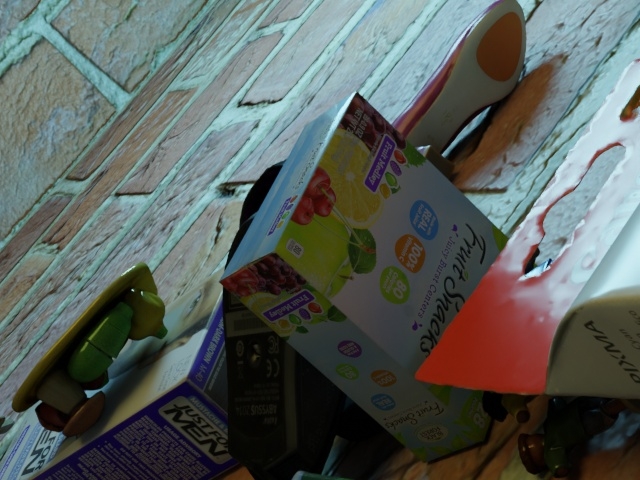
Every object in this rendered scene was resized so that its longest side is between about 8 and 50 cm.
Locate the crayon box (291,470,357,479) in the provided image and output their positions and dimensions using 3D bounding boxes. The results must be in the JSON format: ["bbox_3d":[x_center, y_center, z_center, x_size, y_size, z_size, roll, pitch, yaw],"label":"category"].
[{"bbox_3d":[0.029,0.245,0.805,0.203,0.083,0.323,-54,20,-21],"label":"crayon box"}]

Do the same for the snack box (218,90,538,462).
[{"bbox_3d":[0.051,0.025,1.012,0.070,0.207,0.174,-28,27,43],"label":"snack box"}]

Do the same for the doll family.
[{"bbox_3d":[0.150,0.071,0.927,0.111,0.076,0.193,-40,14,32],"label":"doll family"}]

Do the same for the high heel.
[{"bbox_3d":[0.117,-0.137,1.407,0.117,0.082,0.244,3,64,55],"label":"high heel"}]

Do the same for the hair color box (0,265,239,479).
[{"bbox_3d":[-0.176,0.173,1.368,0.338,0.110,0.185,-32,22,32],"label":"hair color box"}]

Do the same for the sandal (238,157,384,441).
[{"bbox_3d":[0.002,-0.001,1.248,0.167,0.107,0.446,-53,22,16],"label":"sandal"}]

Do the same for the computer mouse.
[{"bbox_3d":[-0.024,0.113,1.085,0.188,0.072,0.272,-4,84,60],"label":"computer mouse"}]

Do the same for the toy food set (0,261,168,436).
[{"bbox_3d":[-0.211,0.122,1.294,0.218,0.071,0.128,-48,-5,-8],"label":"toy food set"}]

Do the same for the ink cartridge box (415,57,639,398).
[{"bbox_3d":[0.215,-0.055,0.794,0.308,0.091,0.385,-53,22,-22],"label":"ink cartridge box"}]
